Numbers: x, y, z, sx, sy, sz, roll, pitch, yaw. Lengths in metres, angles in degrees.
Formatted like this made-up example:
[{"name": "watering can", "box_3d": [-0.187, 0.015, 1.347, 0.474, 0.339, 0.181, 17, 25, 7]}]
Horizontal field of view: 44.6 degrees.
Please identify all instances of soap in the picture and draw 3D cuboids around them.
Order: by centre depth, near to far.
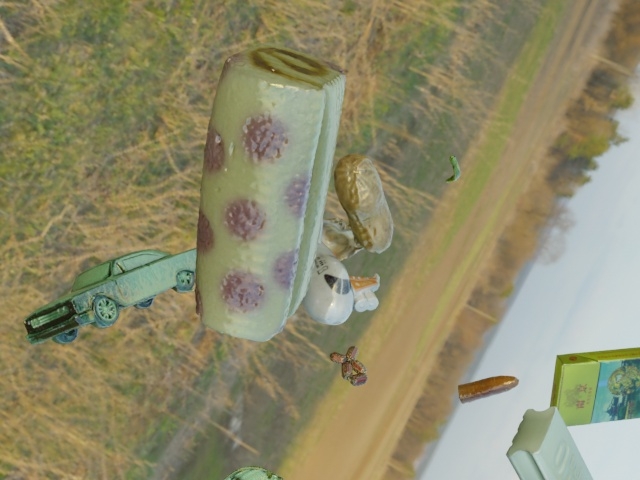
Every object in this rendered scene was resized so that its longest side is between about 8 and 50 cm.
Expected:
[{"name": "soap", "box_3d": [0.390, 0.390, 1.296, 0.066, 0.198, 0.119, -16, -159, 41]}]

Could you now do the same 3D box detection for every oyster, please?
[{"name": "oyster", "box_3d": [0.012, 0.010, 1.858, 0.232, 0.161, 0.107, -20, -169, -16]}]

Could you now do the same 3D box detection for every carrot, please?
[{"name": "carrot", "box_3d": [0.379, 0.330, 1.760, 0.139, 0.048, 0.048, -21, -179, 21]}]

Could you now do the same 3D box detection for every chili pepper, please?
[{"name": "chili pepper", "box_3d": [0.260, -0.137, 1.523, 0.017, 0.030, 0.083, -43, 149, -20]}]

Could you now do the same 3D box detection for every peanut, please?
[{"name": "peanut", "box_3d": [0.090, -0.073, 1.618, 0.108, 0.095, 0.226, -74, 148, -59]}]

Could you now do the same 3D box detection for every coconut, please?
[{"name": "coconut", "box_3d": [-0.132, 0.491, 1.492, 0.133, 0.158, 0.055, -38, -159, -22]}]

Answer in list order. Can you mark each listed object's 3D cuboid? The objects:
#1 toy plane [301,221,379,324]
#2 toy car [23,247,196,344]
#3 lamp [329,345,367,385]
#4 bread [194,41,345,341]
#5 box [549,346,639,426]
[{"name": "toy plane", "box_3d": [0.004, 0.063, 1.493, 0.117, 0.244, 0.244, -64, 167, 26]}, {"name": "toy car", "box_3d": [-0.319, 0.076, 1.252, 0.141, 0.097, 0.320, -21, -178, 32]}, {"name": "lamp", "box_3d": [0.060, 0.240, 1.477, 0.063, 0.083, 0.031, -13, 137, -28]}, {"name": "bread", "box_3d": [-0.071, -0.065, 0.988, 0.187, 0.155, 0.338, -54, 158, -63]}, {"name": "box", "box_3d": [0.696, 0.329, 1.782, 0.047, 0.335, 0.187, -101, -173, -60]}]
